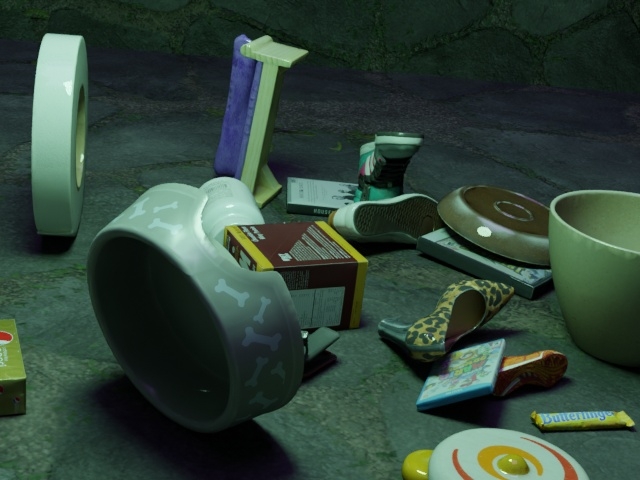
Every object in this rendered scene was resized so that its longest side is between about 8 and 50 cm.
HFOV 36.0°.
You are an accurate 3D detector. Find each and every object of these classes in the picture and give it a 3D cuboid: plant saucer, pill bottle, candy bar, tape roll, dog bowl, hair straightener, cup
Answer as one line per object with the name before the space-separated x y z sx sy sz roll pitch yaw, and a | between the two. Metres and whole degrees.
plant saucer | 0.400 -0.045 2.076 0.310 0.050 0.310 14 24 -6
pill bottle | -0.174 -0.027 1.901 0.131 0.131 0.229 1 22 -13
candy bar | 0.389 0.269 1.474 0.161 0.018 0.040 2 22 -15
tape roll | -0.496 -0.199 1.895 0.072 0.392 0.392 2 22 -10
dog bowl | -0.181 0.101 1.317 0.348 0.349 0.102 23 39 36
hair straightener | -0.049 0.173 1.489 0.047 0.089 0.230 24 28 34
cup | 0.541 0.078 1.705 0.331 0.237 0.331 6 21 -2

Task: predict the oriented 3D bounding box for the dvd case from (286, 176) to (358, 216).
dvd case | 0.040 -0.095 2.277 0.238 0.030 0.179 5 22 -4

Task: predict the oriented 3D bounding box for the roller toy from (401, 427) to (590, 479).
roller toy | 0.210 0.310 1.138 0.191 0.146 0.209 -4 23 -26

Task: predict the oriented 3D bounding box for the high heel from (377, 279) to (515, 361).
high heel | 0.244 0.133 1.621 0.261 0.093 0.186 -17 12 -18

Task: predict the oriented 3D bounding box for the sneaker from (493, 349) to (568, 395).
sneaker | 0.319 0.201 1.566 0.175 0.064 0.067 -3 16 -29

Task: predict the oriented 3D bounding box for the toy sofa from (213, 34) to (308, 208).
toy sofa | -0.158 -0.269 2.210 0.177 0.363 0.150 17 24 10

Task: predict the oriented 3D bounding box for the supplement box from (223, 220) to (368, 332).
supplement box | -0.052 0.062 1.713 0.194 0.129 0.191 -3 24 -25

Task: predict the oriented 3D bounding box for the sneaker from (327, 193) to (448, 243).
sneaker | 0.141 -0.046 2.084 0.290 0.106 0.123 4 -5 -38

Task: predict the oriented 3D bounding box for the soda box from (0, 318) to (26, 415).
soda box | -0.456 0.177 1.398 0.061 0.058 0.181 -2 23 -22

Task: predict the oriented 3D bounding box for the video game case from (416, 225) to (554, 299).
video game case | 0.379 0.026 2.050 0.275 0.035 0.248 25 27 33

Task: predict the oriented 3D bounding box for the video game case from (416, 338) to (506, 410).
video game case | 0.218 0.204 1.513 0.119 0.015 0.166 -18 13 23

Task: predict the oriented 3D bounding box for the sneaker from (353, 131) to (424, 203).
sneaker | 0.144 -0.133 2.128 0.123 0.178 0.295 3 -5 -10
